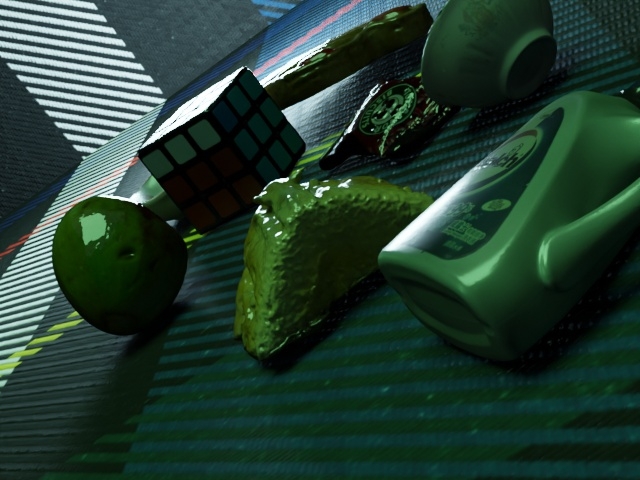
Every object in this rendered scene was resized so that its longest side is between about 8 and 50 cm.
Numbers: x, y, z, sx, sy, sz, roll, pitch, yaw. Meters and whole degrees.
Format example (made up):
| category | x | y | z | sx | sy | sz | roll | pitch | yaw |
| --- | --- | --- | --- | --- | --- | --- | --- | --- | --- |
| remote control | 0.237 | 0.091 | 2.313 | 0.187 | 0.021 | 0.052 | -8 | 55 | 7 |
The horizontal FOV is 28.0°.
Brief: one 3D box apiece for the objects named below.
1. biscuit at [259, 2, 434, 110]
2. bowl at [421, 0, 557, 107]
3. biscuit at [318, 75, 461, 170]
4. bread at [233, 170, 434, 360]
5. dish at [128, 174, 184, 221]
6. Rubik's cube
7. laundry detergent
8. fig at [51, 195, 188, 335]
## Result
| category | x | y | z | sx | sy | sz | roll | pitch | yaw |
| --- | --- | --- | --- | --- | --- | --- | --- | --- | --- |
| biscuit | 0.015 | -0.281 | 2.049 | 0.358 | 0.074 | 0.381 | -29 | 4 | 7 |
| bowl | 0.210 | -0.214 | 1.449 | 0.189 | 0.189 | 0.086 | -41 | 57 | -12 |
| biscuit | 0.087 | -0.157 | 1.656 | 0.151 | 0.063 | 0.235 | -54 | 24 | -15 |
| bread | -0.009 | -0.002 | 1.284 | 0.251 | 0.133 | 0.174 | -37 | 17 | -2 |
| dish | -0.220 | -0.092 | 2.120 | 0.229 | 0.081 | 0.229 | -38 | 16 | 13 |
| Rubik's cube | -0.145 | -0.133 | 1.912 | 0.163 | 0.161 | 0.162 | -26 | 19 | 36 |
| laundry detergent | 0.193 | -0.035 | 0.991 | 0.280 | 0.105 | 0.215 | -39 | 15 | -11 |
| fig | -0.262 | 0.038 | 1.674 | 0.181 | 0.181 | 0.191 | -31 | 38 | 22 |
